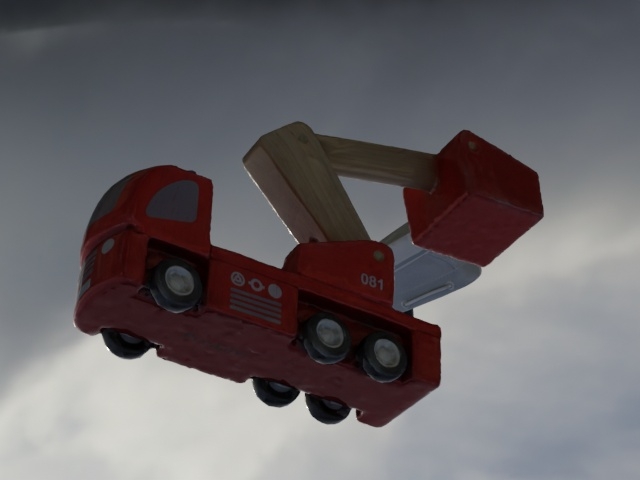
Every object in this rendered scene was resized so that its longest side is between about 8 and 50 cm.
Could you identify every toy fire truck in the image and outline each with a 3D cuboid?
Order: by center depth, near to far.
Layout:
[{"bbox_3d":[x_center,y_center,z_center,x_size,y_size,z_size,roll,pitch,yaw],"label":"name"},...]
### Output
[{"bbox_3d":[0.000,0.000,0.640,0.192,0.135,0.047,20,141,-23],"label":"toy fire truck"}]

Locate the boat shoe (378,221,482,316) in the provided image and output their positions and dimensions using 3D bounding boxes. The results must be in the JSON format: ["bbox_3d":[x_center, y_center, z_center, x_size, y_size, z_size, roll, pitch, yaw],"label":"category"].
[{"bbox_3d":[0.040,0.039,1.111,0.184,0.063,0.066,-35,-177,40],"label":"boat shoe"}]
